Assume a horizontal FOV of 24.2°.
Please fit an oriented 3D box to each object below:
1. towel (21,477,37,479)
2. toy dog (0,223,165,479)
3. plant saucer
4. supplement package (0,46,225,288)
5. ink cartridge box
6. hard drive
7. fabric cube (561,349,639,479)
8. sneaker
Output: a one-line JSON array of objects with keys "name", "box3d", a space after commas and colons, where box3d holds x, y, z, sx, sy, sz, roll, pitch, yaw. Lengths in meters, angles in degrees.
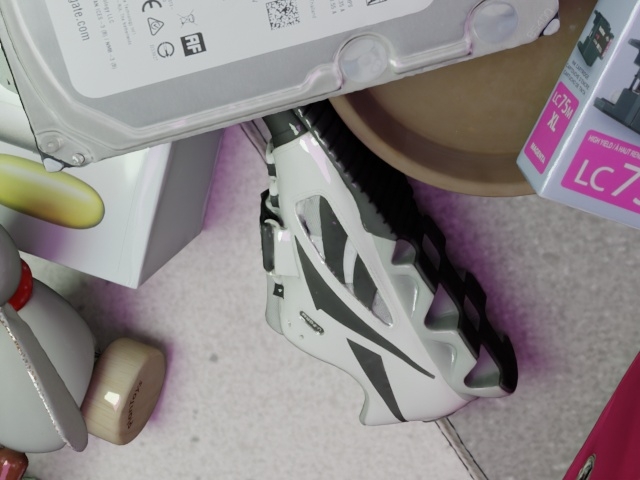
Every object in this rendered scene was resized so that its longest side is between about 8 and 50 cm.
[{"name": "towel", "box3d": [-0.365, 0.342, 1.309, 0.324, 0.038, 0.248, -9, 104, 16]}, {"name": "toy dog", "box3d": [-0.237, 0.098, 1.062, 0.220, 0.333, 0.161, 10, 71, 31]}, {"name": "plant saucer", "box3d": [0.124, -0.166, 0.996, 0.277, 0.041, 0.278, -1, 108, -4]}, {"name": "supplement package", "box3d": [-0.179, -0.101, 1.064, 0.203, 0.149, 0.194, 18, 109, 8]}, {"name": "ink cartridge box", "box3d": [0.277, -0.144, 0.956, 0.185, 0.065, 0.311, 17, 110, -19]}, {"name": "hard drive", "box3d": [-0.034, -0.189, 0.881, 0.338, 0.064, 0.237, -16, 126, -5]}, {"name": "fabric cube", "box3d": [0.286, 0.247, 1.007, 0.259, 0.258, 0.254, 26, 112, 4]}, {"name": "sneaker", "box3d": [0.000, 0.000, 1.067, 0.146, 0.122, 0.331, -25, 103, 22]}]
